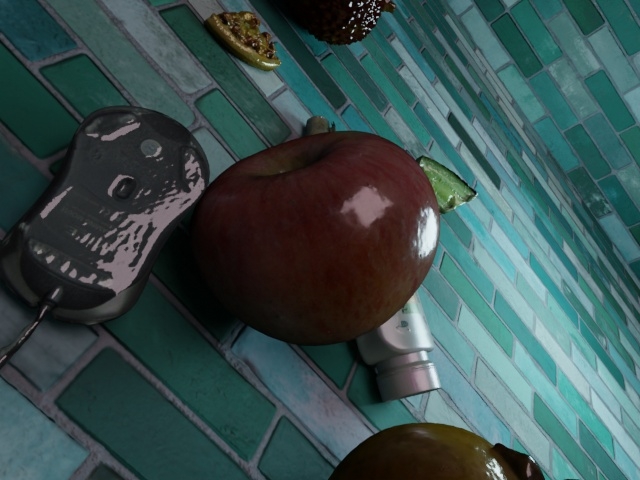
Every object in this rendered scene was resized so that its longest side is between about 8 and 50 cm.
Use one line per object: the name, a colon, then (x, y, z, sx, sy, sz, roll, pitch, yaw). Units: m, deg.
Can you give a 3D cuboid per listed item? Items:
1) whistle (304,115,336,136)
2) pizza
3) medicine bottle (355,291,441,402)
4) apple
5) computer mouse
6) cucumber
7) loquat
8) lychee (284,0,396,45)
whistle: (-0.012, -0.127, 0.980, 0.068, 0.057, 0.326, 7, 51, 1)
pizza: (-0.156, -0.427, 1.028, 0.175, 0.046, 0.134, 17, 54, -41)
medicine bottle: (0.125, 0.135, 0.914, 0.161, 0.111, 0.295, 11, 59, -44)
apple: (0.000, 0.000, 0.717, 0.344, 0.345, 0.269, -56, 136, -50)
computer mouse: (-0.267, -0.010, 0.594, 0.167, 0.090, 0.379, 33, 57, -12)
cucumber: (0.310, -0.139, 1.335, 0.193, 0.115, 0.086, 36, -1, -21)
loquat: (0.170, 0.379, 0.613, 0.328, 0.360, 0.328, 53, 15, -20)
lychee: (0.042, -0.619, 1.209, 0.305, 0.275, 0.275, 20, 49, -13)
